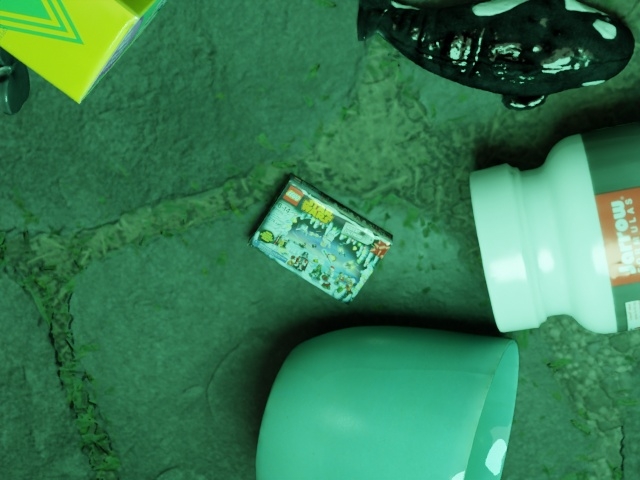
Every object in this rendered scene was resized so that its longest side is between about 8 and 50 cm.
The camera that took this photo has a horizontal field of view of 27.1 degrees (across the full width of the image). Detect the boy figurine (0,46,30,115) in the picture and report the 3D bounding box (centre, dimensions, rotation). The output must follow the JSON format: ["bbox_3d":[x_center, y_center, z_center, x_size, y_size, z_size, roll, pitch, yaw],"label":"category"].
[{"bbox_3d":[-0.463,-0.172,1.427,0.285,0.092,0.177,-4,113,8],"label":"boy figurine"}]

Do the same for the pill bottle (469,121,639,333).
[{"bbox_3d":[0.347,-0.019,1.349,0.362,0.210,0.210,-11,111,10],"label":"pill bottle"}]

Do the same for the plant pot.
[{"bbox_3d":[0.068,0.224,1.450,0.235,0.293,0.293,13,114,17],"label":"plant pot"}]

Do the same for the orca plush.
[{"bbox_3d":[0.178,-0.206,1.344,0.287,0.102,0.151,21,113,-4],"label":"orca plush"}]

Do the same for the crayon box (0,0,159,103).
[{"bbox_3d":[-0.277,-0.302,1.205,0.313,0.363,0.106,38,111,-10],"label":"crayon box"}]

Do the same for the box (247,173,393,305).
[{"bbox_3d":[0.000,0.000,1.489,0.137,0.027,0.094,31,111,-7],"label":"box"}]
